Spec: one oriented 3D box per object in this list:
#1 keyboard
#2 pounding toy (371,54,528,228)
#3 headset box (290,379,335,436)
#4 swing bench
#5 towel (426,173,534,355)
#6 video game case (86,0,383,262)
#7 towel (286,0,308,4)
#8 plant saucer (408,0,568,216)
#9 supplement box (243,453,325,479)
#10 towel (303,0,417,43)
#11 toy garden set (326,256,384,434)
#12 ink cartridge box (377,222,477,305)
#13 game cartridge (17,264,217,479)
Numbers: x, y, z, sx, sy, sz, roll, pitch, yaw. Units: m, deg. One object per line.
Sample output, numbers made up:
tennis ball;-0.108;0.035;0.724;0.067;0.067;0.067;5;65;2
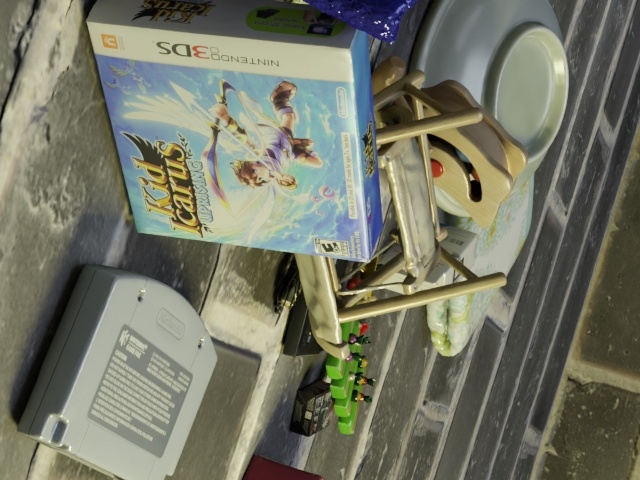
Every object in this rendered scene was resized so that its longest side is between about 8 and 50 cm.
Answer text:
keyboard;0.000;0.000;1.954;0.201;0.033;0.317;8;97;-70
pounding toy;0.144;-0.116;2.035;0.154;0.269;0.155;-38;-169;45
headset box;-0.007;0.235;2.096;0.083;0.032;0.062;-19;122;-66
swing bench;0.068;-0.035;1.821;0.254;0.165;0.253;-22;123;-18
towel;0.271;-0.035;2.546;0.320;0.090;0.374;-51;150;-40
video game case;-0.073;-0.103;1.384;0.269;0.244;0.061;83;21;-45
towel;-0.003;-0.332;1.713;0.110;0.027;0.148;-35;136;-61
plant saucer;0.282;-0.226;2.265;0.400;0.100;0.400;-20;116;-47
supplement box;-0.037;0.370;2.014;0.081;0.104;0.188;-65;157;-22
towel;-0.030;-0.321;1.284;0.228;0.308;0.076;-63;-179;-22
toy garden set;0.061;0.140;2.120;0.244;0.049;0.204;79;21;-61
ink cartridge box;0.160;0.038;2.284;0.180;0.104;0.060;-44;145;-53
game cartridge;-0.196;0.140;1.522;0.297;0.062;0.198;52;52;-65
